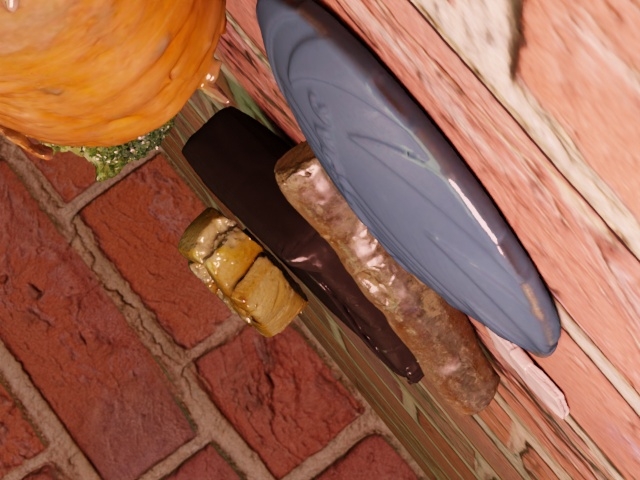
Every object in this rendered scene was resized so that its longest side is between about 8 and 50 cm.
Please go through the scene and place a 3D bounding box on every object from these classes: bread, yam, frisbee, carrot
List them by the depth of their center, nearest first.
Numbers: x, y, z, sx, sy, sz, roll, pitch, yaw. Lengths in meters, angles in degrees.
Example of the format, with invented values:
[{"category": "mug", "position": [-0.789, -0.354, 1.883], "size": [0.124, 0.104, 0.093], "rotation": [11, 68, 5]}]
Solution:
[{"category": "carrot", "position": [-0.175, -0.191, 0.969], "size": [0.224, 0.224, 0.341], "rotation": [50, -179, 17]}, {"category": "frisbee", "position": [0.040, -0.033, 1.066], "size": [0.289, 0.049, 0.289], "rotation": [51, 175, 6]}, {"category": "yam", "position": [0.058, 0.031, 1.314], "size": [0.274, 0.061, 0.061], "rotation": [53, 175, -27]}, {"category": "bread", "position": [-0.074, 0.029, 1.569], "size": [0.117, 0.064, 0.156], "rotation": [44, 180, 25]}]

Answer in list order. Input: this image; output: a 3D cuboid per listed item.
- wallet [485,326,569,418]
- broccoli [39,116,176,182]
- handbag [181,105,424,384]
[{"category": "wallet", "position": [0.145, 0.090, 1.217], "size": [0.083, 0.011, 0.044], "rotation": [50, 174, 27]}, {"category": "broccoli", "position": [-0.221, -0.182, 1.465], "size": [0.261, 0.241, 0.269], "rotation": [-64, -33, -74]}, {"category": "handbag", "position": [0.000, 0.000, 1.563], "size": [0.223, 0.080, 0.247], "rotation": [46, 179, -42]}]
